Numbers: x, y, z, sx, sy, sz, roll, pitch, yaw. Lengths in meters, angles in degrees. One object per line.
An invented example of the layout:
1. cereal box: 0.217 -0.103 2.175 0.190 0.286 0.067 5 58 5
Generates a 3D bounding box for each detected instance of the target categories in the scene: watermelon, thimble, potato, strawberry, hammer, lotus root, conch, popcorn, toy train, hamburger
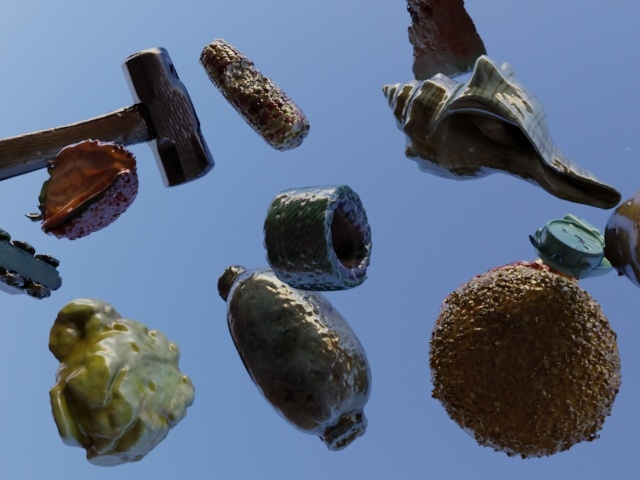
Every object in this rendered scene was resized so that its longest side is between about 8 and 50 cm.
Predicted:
1. watermelon: 0.236 -0.435 1.290 0.154 0.094 0.241 14 -48 59
2. thimble: -0.001 -0.002 0.761 0.090 0.135 0.119 -2 -114 28
3. potato: 0.389 0.010 0.769 0.081 0.200 0.164 -23 -94 14
4. strawberry: -0.319 -0.068 0.901 0.192 0.085 0.140 -43 -127 9
5. hammer: -0.393 -0.169 1.084 0.095 0.408 0.243 -2 -71 55
6. lotus root: -0.045 0.156 1.008 0.349 0.175 0.175 49 -65 23
7. conch: 0.242 -0.169 0.913 0.386 0.203 0.170 17 -111 32
8. popcorn: -0.431 0.301 1.395 0.334 0.293 0.292 51 -30 43
9. toy train: -0.603 0.046 1.219 0.137 0.225 0.090 -6 -119 26
10. hamburger: 0.298 0.175 0.971 0.275 0.179 0.294 -15 -116 13

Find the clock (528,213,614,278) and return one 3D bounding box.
1. clock: 0.339 0.010 0.880 0.101 0.135 0.041 45 -48 36

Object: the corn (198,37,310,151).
1. corn: -0.136 -0.292 1.267 0.290 0.098 0.098 49 -64 13
